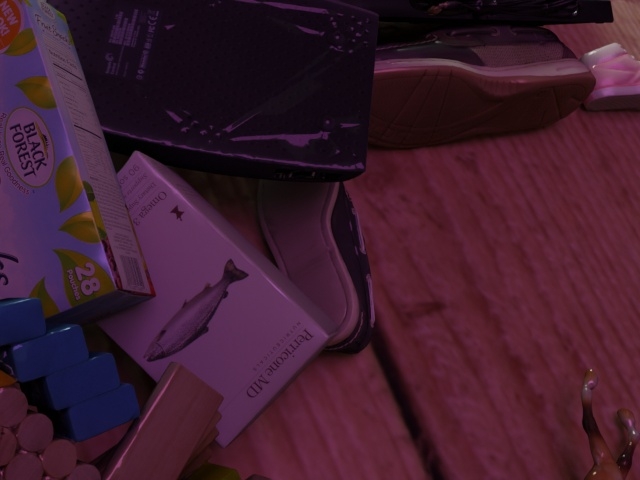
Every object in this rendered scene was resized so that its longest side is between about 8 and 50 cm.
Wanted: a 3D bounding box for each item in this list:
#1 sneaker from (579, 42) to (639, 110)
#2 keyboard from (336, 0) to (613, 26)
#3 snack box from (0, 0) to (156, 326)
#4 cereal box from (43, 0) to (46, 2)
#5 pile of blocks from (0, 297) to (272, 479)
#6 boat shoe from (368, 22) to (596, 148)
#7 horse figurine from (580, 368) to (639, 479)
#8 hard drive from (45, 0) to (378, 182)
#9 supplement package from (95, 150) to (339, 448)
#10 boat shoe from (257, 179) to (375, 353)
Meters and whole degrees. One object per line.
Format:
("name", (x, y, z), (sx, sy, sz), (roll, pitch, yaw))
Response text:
("sneaker", (0.330, -0.175, 1.015), (0.134, 0.051, 0.070), (-3, 69, -19))
("keyboard", (0.132, -0.216, 0.888), (0.317, 0.201, 0.033), (-5, 102, -24))
("snack box", (-0.221, -0.031, 0.609), (0.175, 0.070, 0.207), (-21, 80, 8))
("cereal box", (-0.212, -0.203, 0.817), (0.173, 0.047, 0.240), (-3, 63, -24))
("pile of blocks", (-0.157, 0.121, 0.567), (0.362, 0.113, 0.149), (47, 61, -27))
("boat shoe", (0.124, -0.154, 0.898), (0.285, 0.102, 0.092), (-8, 57, -25))
("horse figurine", (0.272, 0.221, 0.762), (0.263, 0.066, 0.174), (29, 50, -1))
("hard drive", (-0.087, -0.129, 0.745), (0.255, 0.054, 0.171), (10, 61, -7))
("supplement package", (-0.087, 0.040, 0.674), (0.179, 0.105, 0.105), (43, 90, 5))
("boat shoe", (0.000, 0.000, 0.794), (0.065, 0.075, 0.206), (40, 32, -53))
